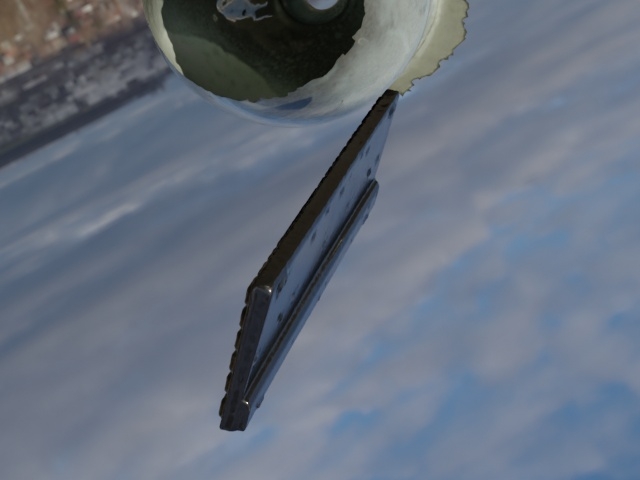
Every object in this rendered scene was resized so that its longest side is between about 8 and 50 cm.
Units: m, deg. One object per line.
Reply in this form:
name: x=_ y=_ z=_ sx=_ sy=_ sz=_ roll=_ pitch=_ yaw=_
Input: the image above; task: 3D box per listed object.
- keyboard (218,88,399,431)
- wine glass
keyboard: x=0.000 y=0.000 z=0.803 sx=0.018 sy=0.101 sz=0.310 roll=18 pitch=-152 yaw=8
wine glass: x=-0.011 y=-0.205 z=1.092 sx=0.238 sy=0.238 sz=0.323 roll=-24 pitch=-175 yaw=17
